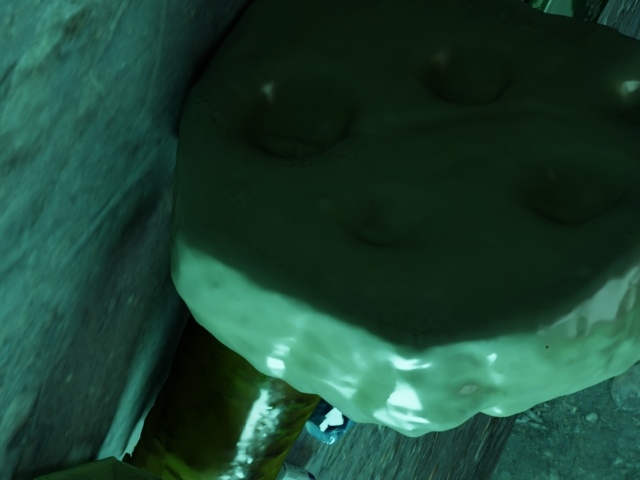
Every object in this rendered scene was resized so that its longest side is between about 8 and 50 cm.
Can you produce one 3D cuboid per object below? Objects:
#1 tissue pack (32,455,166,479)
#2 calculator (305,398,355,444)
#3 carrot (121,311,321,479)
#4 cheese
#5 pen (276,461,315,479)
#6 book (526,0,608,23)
[{"bbox_3d":[-0.158,0.267,1.160,0.234,0.125,0.159,-66,168,4],"label":"tissue pack"},{"bbox_3d":[0.062,0.069,1.799,0.293,0.051,0.173,-68,165,17],"label":"calculator"},{"bbox_3d":[-0.045,0.083,1.232,0.302,0.114,0.114,-61,170,31],"label":"carrot"},{"bbox_3d":[0.065,-0.038,1.063,0.115,0.318,0.326,86,-9,-51],"label":"cheese"},{"bbox_3d":[-0.030,0.235,1.824,0.025,0.025,0.204,-63,168,-5],"label":"pen"},{"bbox_3d":[0.241,-0.207,1.988,0.371,0.043,0.260,-62,166,-5],"label":"book"}]
